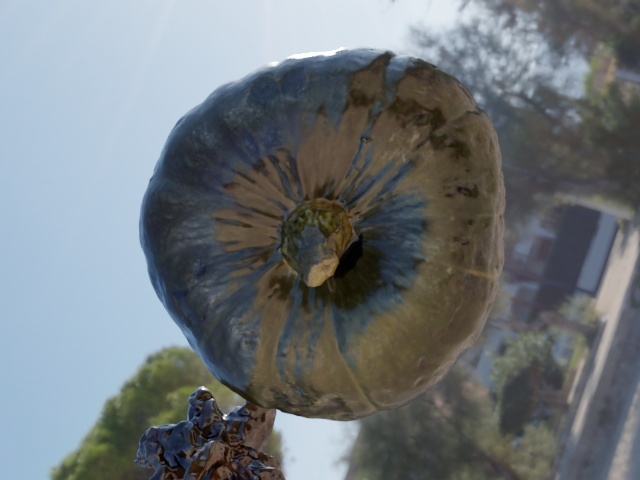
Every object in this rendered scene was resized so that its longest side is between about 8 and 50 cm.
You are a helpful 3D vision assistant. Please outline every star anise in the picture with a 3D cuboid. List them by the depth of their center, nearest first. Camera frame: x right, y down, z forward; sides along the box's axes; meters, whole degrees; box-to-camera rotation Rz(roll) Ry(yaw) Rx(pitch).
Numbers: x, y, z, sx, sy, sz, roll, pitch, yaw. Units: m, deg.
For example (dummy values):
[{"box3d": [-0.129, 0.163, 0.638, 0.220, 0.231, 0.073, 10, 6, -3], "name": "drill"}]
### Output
[{"box3d": [-0.065, 0.162, 0.589, 0.191, 0.097, 0.070, -104, 18, -48], "name": "star anise"}]

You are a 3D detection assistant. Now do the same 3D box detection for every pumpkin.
[{"box3d": [0.000, 0.000, 0.545, 0.162, 0.218, 0.219, -27, -46, -81], "name": "pumpkin"}]
